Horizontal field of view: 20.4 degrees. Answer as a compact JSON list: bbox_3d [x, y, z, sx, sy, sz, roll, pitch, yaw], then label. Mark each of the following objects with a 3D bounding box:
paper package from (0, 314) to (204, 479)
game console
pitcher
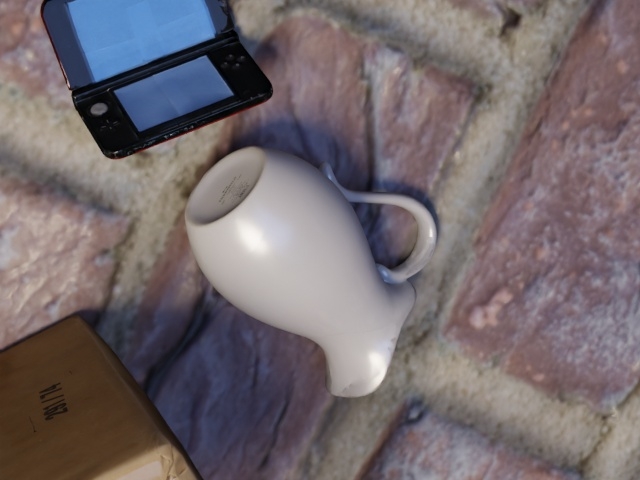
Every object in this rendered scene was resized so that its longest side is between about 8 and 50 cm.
[{"bbox_3d":[-0.236,0.227,1.291,0.309,0.325,0.168,-27,110,-12],"label":"paper package"},{"bbox_3d":[-0.127,-0.147,1.385,0.144,0.124,0.085,-23,134,-13],"label":"game console"},{"bbox_3d":[0.000,0.000,1.447,0.207,0.125,0.178,45,64,-31],"label":"pitcher"}]
